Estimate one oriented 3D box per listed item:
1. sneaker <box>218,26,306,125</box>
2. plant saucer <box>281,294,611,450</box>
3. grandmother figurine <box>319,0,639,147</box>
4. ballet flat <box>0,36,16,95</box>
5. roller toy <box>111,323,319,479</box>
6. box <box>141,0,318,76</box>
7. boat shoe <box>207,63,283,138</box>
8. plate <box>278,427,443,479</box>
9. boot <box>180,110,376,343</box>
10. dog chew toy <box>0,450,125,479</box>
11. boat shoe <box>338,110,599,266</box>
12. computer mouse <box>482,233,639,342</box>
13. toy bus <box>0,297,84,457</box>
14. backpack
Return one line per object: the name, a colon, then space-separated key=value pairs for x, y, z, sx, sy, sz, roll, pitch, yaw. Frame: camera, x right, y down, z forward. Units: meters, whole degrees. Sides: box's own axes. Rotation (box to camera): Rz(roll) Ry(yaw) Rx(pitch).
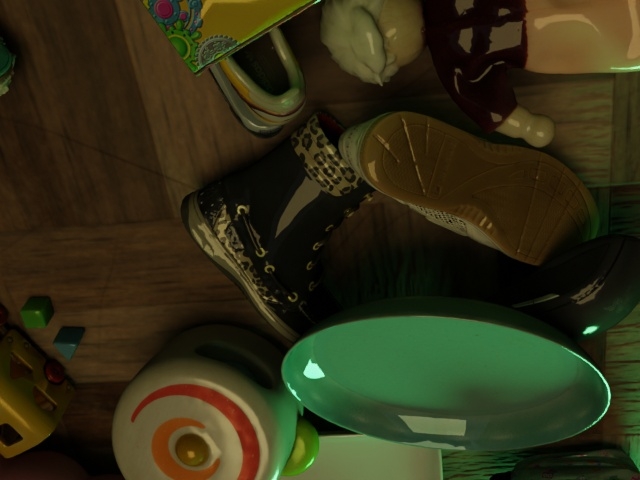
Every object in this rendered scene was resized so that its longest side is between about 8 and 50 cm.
sneaker: x=-0.071 y=-0.178 z=0.669 sx=0.069 sy=0.084 sz=0.185 roll=-39 pitch=92 yaw=-6
plant saucer: x=0.120 y=0.134 z=0.835 sx=0.317 sy=0.044 sz=0.318 roll=6 pitch=147 yaw=4
grandmother figurine: x=0.167 y=-0.181 z=0.699 sx=0.342 sy=0.104 sz=0.208 roll=-1 pitch=95 yaw=11
ballet flat: x=-0.386 y=-0.214 z=0.759 sx=0.241 sy=0.091 sz=0.077 roll=47 pitch=139 yaw=-17
roller toy: x=-0.124 y=0.201 z=0.919 sx=0.209 sy=0.146 sz=0.191 roll=-18 pitch=100 yaw=14
box: x=-0.064 y=-0.308 z=0.529 sx=0.177 sy=0.290 sz=0.279 roll=-26 pitch=116 yaw=22
boat shoe: x=-0.083 y=-0.175 z=0.753 sx=0.065 sy=0.083 sz=0.183 roll=-24 pitch=90 yaw=-6
plate: x=0.022 y=0.333 z=1.069 sx=0.277 sy=0.045 sz=0.278 roll=-4 pitch=122 yaw=11
boot: x=-0.001 y=0.000 z=0.840 sx=0.178 sy=0.085 sz=0.236 roll=-35 pitch=113 yaw=22
dog chew toy: x=-0.344 y=0.361 z=1.051 sx=0.331 sy=0.207 sz=0.207 roll=26 pitch=122 yaw=-1
boat shoe: x=0.141 y=-0.054 z=0.786 sx=0.277 sy=0.096 sz=0.098 roll=23 pitch=92 yaw=-27
computer mouse: x=0.233 y=0.097 z=0.838 sx=0.262 sy=0.060 sz=0.184 roll=-30 pitch=137 yaw=30
toy bus: x=-0.390 y=0.159 z=0.978 sx=0.202 sy=0.104 sz=0.191 roll=11 pitch=123 yaw=0
backpack: x=0.294 y=0.315 z=0.981 sx=0.182 sy=0.115 sz=0.152 roll=-11 pitch=132 yaw=13
